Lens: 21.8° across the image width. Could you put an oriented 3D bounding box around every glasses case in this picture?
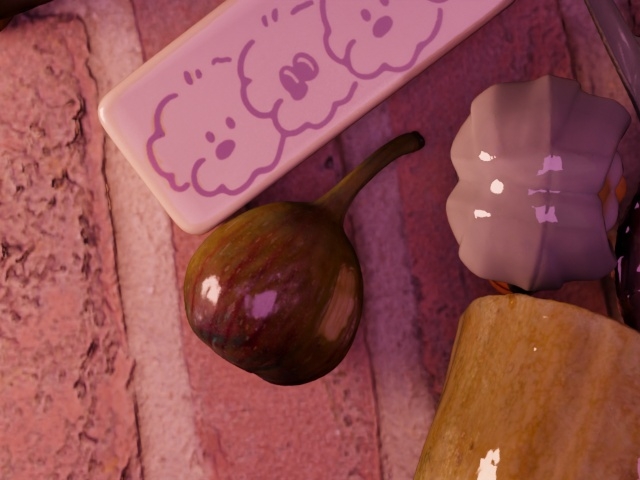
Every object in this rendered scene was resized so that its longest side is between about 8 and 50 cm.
[{"bbox_3d":[-0.010,-0.153,1.337,0.336,0.076,0.144,-38,92,6],"label":"glasses case"}]

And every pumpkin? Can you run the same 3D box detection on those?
[{"bbox_3d":[0.207,0.198,1.209,0.332,0.332,0.199,31,73,0],"label":"pumpkin"}]

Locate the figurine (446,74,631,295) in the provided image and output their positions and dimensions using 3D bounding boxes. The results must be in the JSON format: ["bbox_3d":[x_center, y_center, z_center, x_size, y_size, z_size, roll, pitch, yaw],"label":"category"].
[{"bbox_3d":[0.160,-0.037,1.259,0.133,0.236,0.176,2,95,3],"label":"figurine"}]

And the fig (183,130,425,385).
[{"bbox_3d":[0.000,0.000,1.334,0.149,0.149,0.245,38,85,-1],"label":"fig"}]

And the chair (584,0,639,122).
[{"bbox_3d":[0.324,-0.136,1.156,0.203,0.190,0.274,-41,131,-9],"label":"chair"}]

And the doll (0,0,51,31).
[{"bbox_3d":[-0.317,-0.316,1.273,0.318,0.209,0.340,-35,95,9],"label":"doll"}]

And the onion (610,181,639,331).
[{"bbox_3d":[0.373,0.038,1.312,0.314,0.146,0.280,-12,109,-4],"label":"onion"}]
